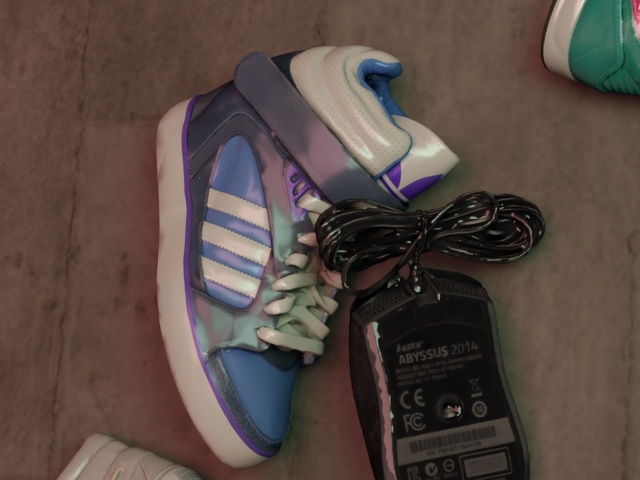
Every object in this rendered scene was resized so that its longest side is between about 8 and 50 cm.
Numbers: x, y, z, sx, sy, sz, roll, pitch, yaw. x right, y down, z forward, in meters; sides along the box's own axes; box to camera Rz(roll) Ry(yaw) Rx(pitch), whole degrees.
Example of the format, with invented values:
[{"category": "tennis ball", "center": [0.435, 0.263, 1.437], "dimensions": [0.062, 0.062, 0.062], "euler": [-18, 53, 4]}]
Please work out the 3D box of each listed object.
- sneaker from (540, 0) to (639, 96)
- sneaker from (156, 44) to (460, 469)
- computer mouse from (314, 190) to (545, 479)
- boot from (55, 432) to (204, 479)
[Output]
[{"category": "sneaker", "center": [0.301, -0.229, 1.261], "dimensions": [0.178, 0.124, 0.295], "euler": [29, 100, 29]}, {"category": "sneaker", "center": [0.000, 0.000, 1.344], "dimensions": [0.236, 0.130, 0.323], "euler": [-17, 69, 23]}, {"category": "computer mouse", "center": [0.089, 0.102, 1.306], "dimensions": [0.188, 0.072, 0.272], "euler": [-4, 84, -19]}, {"category": "boot", "center": [-0.194, 0.289, 1.406], "dimensions": [0.123, 0.095, 0.258], "euler": [21, 81, 30]}]
